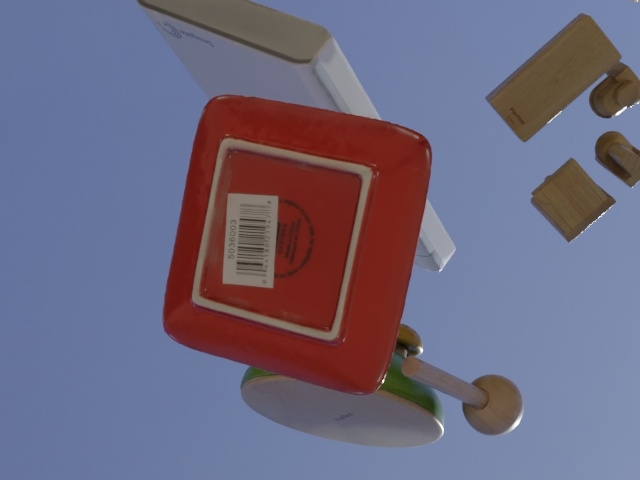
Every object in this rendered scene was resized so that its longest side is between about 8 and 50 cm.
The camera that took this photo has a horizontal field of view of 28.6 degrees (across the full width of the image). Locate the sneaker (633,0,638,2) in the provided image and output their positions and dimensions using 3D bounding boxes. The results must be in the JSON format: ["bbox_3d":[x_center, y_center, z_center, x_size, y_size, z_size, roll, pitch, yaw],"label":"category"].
[{"bbox_3d":[0.293,-0.253,0.937,0.185,0.069,0.084,-32,-116,32],"label":"sneaker"}]

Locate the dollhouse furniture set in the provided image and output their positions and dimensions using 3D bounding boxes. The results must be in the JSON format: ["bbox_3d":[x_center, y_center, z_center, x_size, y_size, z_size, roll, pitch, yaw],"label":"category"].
[{"bbox_3d":[0.225,-0.115,1.176,0.144,0.151,0.123,-42,-163,7],"label":"dollhouse furniture set"}]

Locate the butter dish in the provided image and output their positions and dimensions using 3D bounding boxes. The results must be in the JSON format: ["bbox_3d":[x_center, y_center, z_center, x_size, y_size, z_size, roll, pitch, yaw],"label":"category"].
[{"bbox_3d":[0.000,0.000,0.783,0.159,0.118,0.160,13,-84,25],"label":"butter dish"}]

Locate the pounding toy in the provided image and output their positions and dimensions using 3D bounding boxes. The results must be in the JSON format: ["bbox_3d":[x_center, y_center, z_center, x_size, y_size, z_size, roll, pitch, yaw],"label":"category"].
[{"bbox_3d":[0.048,0.102,1.106,0.236,0.183,0.110,-9,-121,40],"label":"pounding toy"}]

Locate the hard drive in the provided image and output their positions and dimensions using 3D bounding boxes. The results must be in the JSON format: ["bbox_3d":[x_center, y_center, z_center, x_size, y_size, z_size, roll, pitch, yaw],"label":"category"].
[{"bbox_3d":[-0.016,-0.110,1.252,0.233,0.353,0.047,26,-108,37],"label":"hard drive"}]
